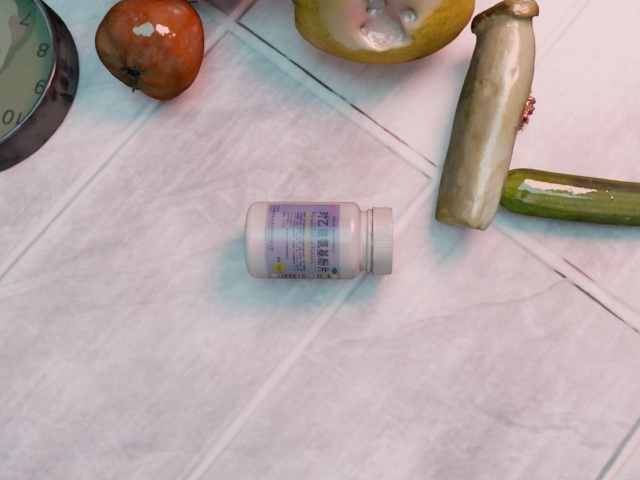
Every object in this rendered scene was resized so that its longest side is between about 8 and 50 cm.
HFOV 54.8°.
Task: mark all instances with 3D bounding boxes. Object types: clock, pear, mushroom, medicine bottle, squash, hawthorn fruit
[{"bbox_3d":[-0.527,-0.251,0.920,0.319,0.066,0.318,-1,78,3],"label":"clock"},{"bbox_3d":[0.077,-0.360,0.812,0.271,0.271,0.271,-1,77,3],"label":"pear"},{"bbox_3d":[0.223,-0.167,0.817,0.081,0.100,0.312,12,89,-20],"label":"mushroom"},{"bbox_3d":[0.000,0.000,0.808,0.187,0.103,0.102,1,77,4],"label":"medicine bottle"},{"bbox_3d":[0.346,-0.056,0.820,0.229,0.066,0.066,6,78,4],"label":"squash"},{"bbox_3d":[-0.237,-0.295,0.872,0.149,0.149,0.189,2,77,4],"label":"hawthorn fruit"}]

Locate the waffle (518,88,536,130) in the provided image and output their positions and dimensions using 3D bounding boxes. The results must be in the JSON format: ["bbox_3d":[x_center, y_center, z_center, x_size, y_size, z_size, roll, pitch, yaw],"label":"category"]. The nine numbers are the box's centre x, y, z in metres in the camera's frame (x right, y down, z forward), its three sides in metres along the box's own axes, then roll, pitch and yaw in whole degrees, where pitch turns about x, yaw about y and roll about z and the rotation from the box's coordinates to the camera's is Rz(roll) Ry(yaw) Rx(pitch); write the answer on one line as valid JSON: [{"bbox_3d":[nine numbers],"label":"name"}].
[{"bbox_3d":[0.263,-0.191,0.872,0.083,0.029,0.075,44,93,10],"label":"waffle"}]
